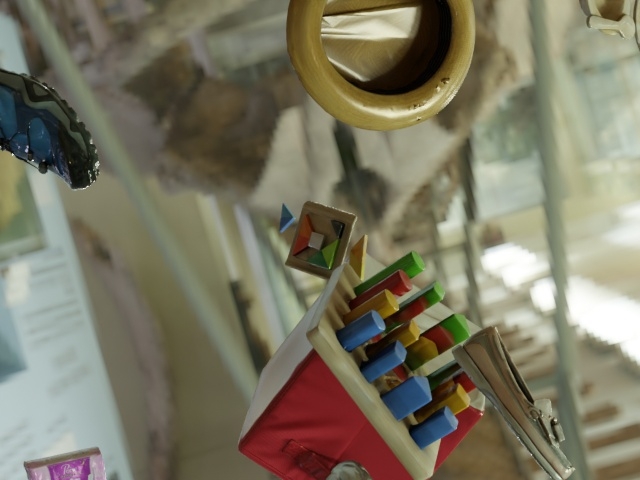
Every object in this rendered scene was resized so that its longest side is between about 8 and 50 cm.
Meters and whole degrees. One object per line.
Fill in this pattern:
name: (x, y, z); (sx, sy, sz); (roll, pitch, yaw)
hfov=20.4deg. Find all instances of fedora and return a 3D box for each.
fedora: (0.044, -0.189, 1.587); (0.194, 0.194, 0.079); (-17, -166, -26)

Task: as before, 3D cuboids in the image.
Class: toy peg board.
toy peg board: (0.077, 0.094, 1.523); (0.079, 0.161, 0.160); (-34, -170, 19)

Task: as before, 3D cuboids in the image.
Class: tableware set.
tableware set: (0.214, -0.197, 1.202); (0.020, 0.169, 0.141); (-2, 174, 42)

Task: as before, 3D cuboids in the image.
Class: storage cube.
storage cube: (0.051, 0.160, 1.886); (0.193, 0.183, 0.215); (-53, -172, 22)

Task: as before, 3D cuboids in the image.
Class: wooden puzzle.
wooden puzzle: (0.000, 0.000, 1.820); (0.116, 0.078, 0.014); (10, 174, 34)

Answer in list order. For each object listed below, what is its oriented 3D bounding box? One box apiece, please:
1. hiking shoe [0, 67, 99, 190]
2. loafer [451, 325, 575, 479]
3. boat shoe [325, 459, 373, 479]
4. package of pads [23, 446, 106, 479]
hiking shoe: (-0.387, -0.140, 2.027); (0.132, 0.304, 0.113); (-46, 165, -25)
loafer: (0.146, 0.117, 1.284); (0.039, 0.125, 0.045); (-39, 165, 1)
boat shoe: (0.020, 0.250, 1.327); (0.116, 0.123, 0.324); (-36, -178, -4)
package of pads: (-0.271, 0.251, 1.885); (0.083, 0.050, 0.032); (-11, -167, -17)
